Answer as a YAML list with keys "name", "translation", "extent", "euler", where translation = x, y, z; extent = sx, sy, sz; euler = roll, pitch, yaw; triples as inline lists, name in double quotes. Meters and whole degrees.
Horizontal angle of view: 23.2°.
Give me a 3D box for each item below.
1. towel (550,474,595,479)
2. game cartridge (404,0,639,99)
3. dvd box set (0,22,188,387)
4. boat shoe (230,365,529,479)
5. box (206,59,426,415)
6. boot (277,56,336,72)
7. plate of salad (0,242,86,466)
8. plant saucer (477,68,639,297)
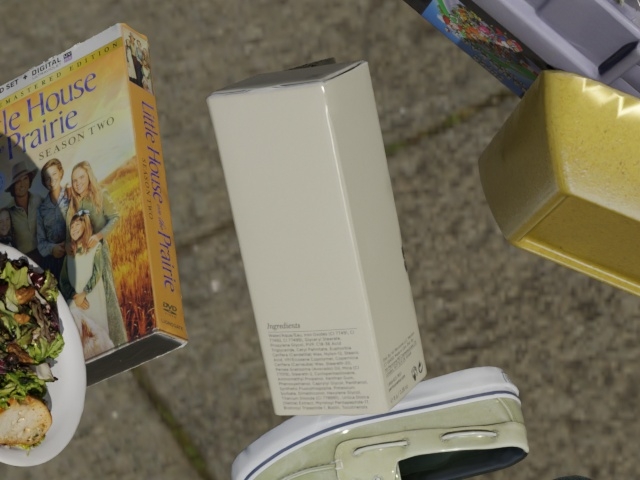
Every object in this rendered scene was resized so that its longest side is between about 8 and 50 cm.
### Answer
- name: "towel"
  translation: [0.215, 0.277, 1.494]
  extent: [0.271, 0.370, 0.040]
  euler: [-10, 88, -16]
- name: "game cartridge"
  translation: [0.163, -0.221, 1.360]
  extent: [0.355, 0.230, 0.068]
  euler: [40, 70, -1]
- name: "dvd box set"
  translation: [-0.317, -0.020, 1.872]
  extent: [0.307, 0.062, 0.420]
  euler: [-23, 60, 25]
- name: "boat shoe"
  translation: [0.059, 0.211, 1.548]
  extent: [0.302, 0.109, 0.094]
  euler: [-20, 50, 2]
- name: "box"
  translation: [0.000, 0.000, 1.266]
  extent: [0.113, 0.275, 0.094]
  euler: [-3, 15, 28]
- name: "boot"
  translation: [-0.010, -0.140, 1.850]
  extent: [0.077, 0.137, 0.198]
  euler: [-15, 9, 18]
- name: "plate of salad"
  translation: [-0.260, 0.093, 1.340]
  extent: [0.048, 0.200, 0.200]
  euler: [-19, 38, 29]
- name: "plant saucer"
  translation: [0.301, -0.010, 1.340]
  extent: [0.332, 0.333, 0.081]
  euler: [21, 79, 0]
